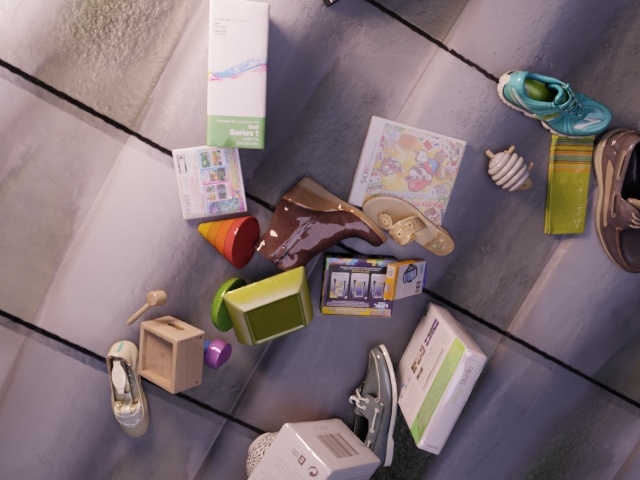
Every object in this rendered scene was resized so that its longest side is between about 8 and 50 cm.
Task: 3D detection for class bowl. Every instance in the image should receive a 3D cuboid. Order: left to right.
[{"bbox_3d":[-0.121,0.514,1.665,0.170,0.080,0.170,-30,142,-27],"label":"bowl"}]

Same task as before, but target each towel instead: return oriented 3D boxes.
[{"bbox_3d":[0.586,-0.131,1.641,0.102,0.021,0.237,-1,104,-6],"label":"towel"}]

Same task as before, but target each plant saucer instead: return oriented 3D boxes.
[{"bbox_3d":[-0.106,0.161,1.557,0.188,0.045,0.188,-19,138,-9],"label":"plant saucer"}]

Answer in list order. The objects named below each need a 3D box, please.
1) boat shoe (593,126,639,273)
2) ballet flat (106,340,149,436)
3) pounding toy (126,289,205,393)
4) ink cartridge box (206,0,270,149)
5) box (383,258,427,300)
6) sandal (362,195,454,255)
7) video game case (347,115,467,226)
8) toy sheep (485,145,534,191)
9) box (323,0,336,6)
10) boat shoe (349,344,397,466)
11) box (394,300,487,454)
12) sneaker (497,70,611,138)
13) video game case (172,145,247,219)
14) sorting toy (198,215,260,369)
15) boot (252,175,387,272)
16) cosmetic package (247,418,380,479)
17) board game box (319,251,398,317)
[{"bbox_3d":[0.718,-0.081,1.611,0.132,0.130,0.355,-18,105,-2],"label":"boat shoe"},{"bbox_3d":[-0.447,0.355,1.602,0.086,0.086,0.248,-7,104,-5],"label":"ballet flat"},{"bbox_3d":[-0.346,0.207,1.567,0.094,0.181,0.206,-10,112,-50],"label":"pounding toy"},{"bbox_3d":[-0.168,-0.333,1.410,0.117,0.201,0.278,2,102,-8],"label":"ink cartridge box"},{"bbox_3d":[0.200,0.088,1.613,0.136,0.028,0.081,-8,109,-49],"label":"box"},{"bbox_3d":[0.206,-0.018,1.573,0.240,0.079,0.088,27,122,-18],"label":"sandal"},{"bbox_3d":[0.197,-0.155,1.586,0.227,0.026,0.206,14,101,-10],"label":"video game case"},{"bbox_3d":[0.428,-0.161,1.584,0.132,0.091,0.091,39,96,0],"label":"toy sheep"},{"bbox_3d":[0.086,-0.627,1.423,0.261,0.103,0.184,-30,102,0],"label":"box"},{"bbox_3d":[0.121,0.402,1.664,0.099,0.116,0.319,-3,109,-9],"label":"boat shoe"},{"bbox_3d":[0.250,0.291,1.546,0.058,0.322,0.232,23,100,-8],"label":"box"},{"bbox_3d":[0.525,-0.300,1.542,0.275,0.110,0.107,17,90,-12],"label":"sneaker"},{"bbox_3d":[-0.243,-0.131,1.544,0.143,0.019,0.157,-8,103,-5],"label":"video game case"},{"bbox_3d":[-0.242,0.106,1.575,0.126,0.127,0.365,18,105,19],"label":"sorting toy"},{"bbox_3d":[0.000,0.000,1.559,0.248,0.090,0.207,33,89,-1],"label":"boot"},{"bbox_3d":[-0.085,0.639,1.608,0.230,0.161,0.453,18,108,-55],"label":"cosmetic package"},{"bbox_3d":[0.088,0.103,1.623,0.170,0.048,0.141,4,105,-8],"label":"board game box"}]
